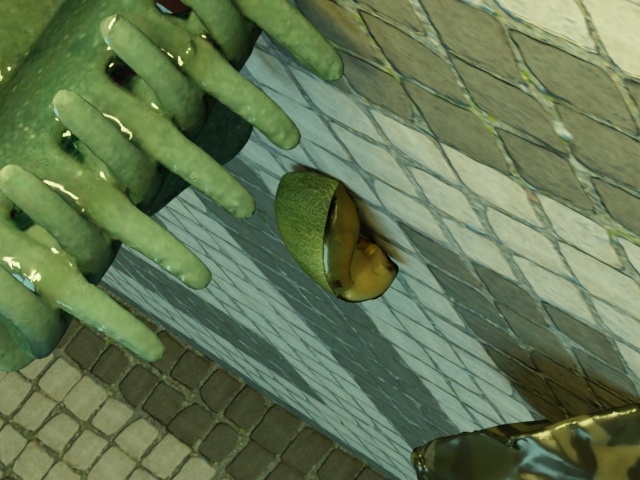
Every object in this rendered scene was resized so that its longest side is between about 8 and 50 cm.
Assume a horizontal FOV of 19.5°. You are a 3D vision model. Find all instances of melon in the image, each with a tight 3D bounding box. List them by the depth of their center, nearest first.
[{"bbox_3d":[0.000,0.000,1.781,0.128,0.079,0.160,28,166,36],"label":"melon"}]

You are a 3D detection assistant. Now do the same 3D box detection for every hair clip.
[{"bbox_3d":[-0.175,-0.075,1.308,0.238,0.318,0.392,14,156,50],"label":"hair clip"}]

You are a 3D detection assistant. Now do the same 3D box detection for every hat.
[{"bbox_3d":[0.289,0.301,1.805,0.381,0.257,0.366,56,174,8],"label":"hat"}]

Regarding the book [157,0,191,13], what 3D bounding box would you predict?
[{"bbox_3d":[-0.219,-0.309,1.361,0.374,0.028,0.262,39,167,-2],"label":"book"}]
